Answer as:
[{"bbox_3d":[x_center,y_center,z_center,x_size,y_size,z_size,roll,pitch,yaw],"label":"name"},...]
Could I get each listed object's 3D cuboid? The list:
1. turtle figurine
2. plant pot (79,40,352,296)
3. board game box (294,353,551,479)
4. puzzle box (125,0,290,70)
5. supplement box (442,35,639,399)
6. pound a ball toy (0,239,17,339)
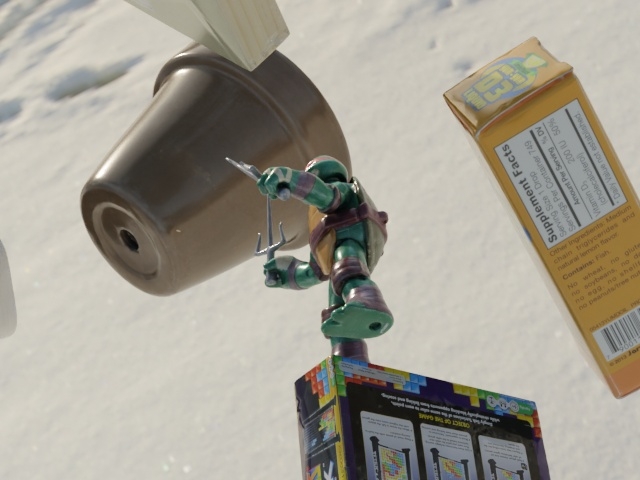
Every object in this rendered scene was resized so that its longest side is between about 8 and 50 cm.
[{"bbox_3d":[0.000,0.000,1.076,0.118,0.175,0.234,-15,51,-2],"label":"turtle figurine"},{"bbox_3d":[-0.133,-0.060,1.419,0.263,0.263,0.229,12,43,42],"label":"plant pot"},{"bbox_3d":[0.069,0.156,0.804,0.048,0.170,0.141,-39,45,43],"label":"board game box"},{"bbox_3d":[-0.212,-0.319,1.090,0.052,0.272,0.409,-45,50,-14],"label":"puzzle box"},{"bbox_3d":[0.167,-0.012,0.845,0.080,0.233,0.078,-29,27,2],"label":"supplement box"},{"bbox_3d":[-0.494,0.042,1.384,0.319,0.208,0.135,-15,13,-43],"label":"pound a ball toy"}]
